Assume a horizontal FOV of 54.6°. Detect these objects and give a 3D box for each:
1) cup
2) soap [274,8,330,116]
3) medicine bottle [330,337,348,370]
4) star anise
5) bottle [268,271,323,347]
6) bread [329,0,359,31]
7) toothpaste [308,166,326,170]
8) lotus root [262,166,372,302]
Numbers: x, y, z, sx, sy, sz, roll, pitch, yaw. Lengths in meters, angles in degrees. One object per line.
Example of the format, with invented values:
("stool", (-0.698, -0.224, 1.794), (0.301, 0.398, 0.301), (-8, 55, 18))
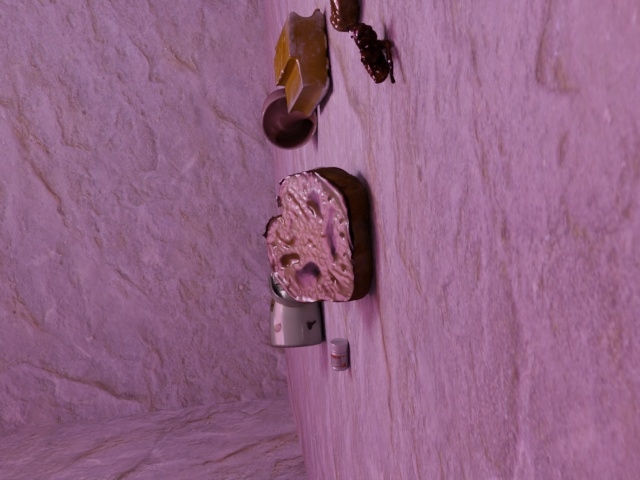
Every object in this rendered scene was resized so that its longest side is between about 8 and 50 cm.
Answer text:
("cup", (-0.103, -0.469, 2.204), (0.252, 0.192, 0.200), (-60, 18, 18))
("soap", (-0.055, -0.547, 1.946), (0.281, 0.143, 0.259), (155, 108, -75))
("medicine bottle", (0.059, 0.354, 1.928), (0.057, 0.057, 0.089), (-122, 29, -71))
("star anise", (0.109, -0.360, 1.212), (0.097, 0.070, 0.190), (50, -158, -54))
("bottle", (-0.096, 0.234, 2.415), (0.229, 0.229, 0.351), (163, 106, -81))
("bread", (0.056, -0.534, 1.435), (0.113, 0.060, 0.082), (86, 159, -58))
("toothpaste", (0.020, -0.070, 1.949), (0.100, 0.066, 0.323), (135, 125, -77))
("lotus root", (0.000, 0.000, 1.599), (0.374, 0.111, 0.390), (58, 136, 30))
